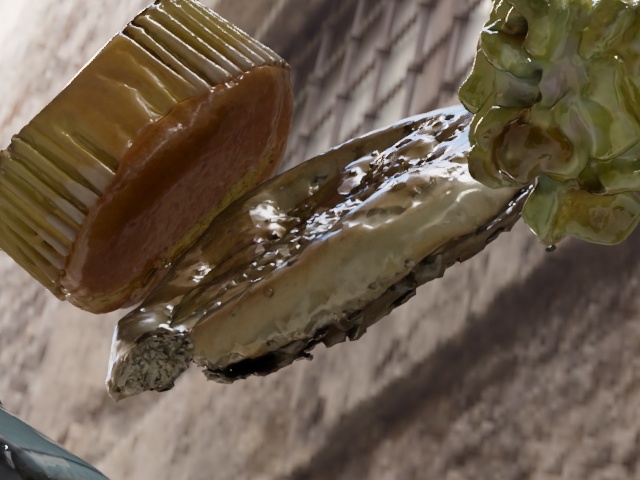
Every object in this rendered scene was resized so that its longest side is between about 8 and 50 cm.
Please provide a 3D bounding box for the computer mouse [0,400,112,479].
[{"bbox_3d":[-0.159,0.144,0.884,0.188,0.122,0.371,18,-34,22],"label":"computer mouse"}]

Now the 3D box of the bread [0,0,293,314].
[{"bbox_3d":[-0.147,-0.063,1.653,0.156,0.288,0.204,38,-27,17],"label":"bread"}]

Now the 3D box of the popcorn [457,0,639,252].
[{"bbox_3d":[0.139,-0.084,0.969,0.141,0.135,0.162,-28,-96,23],"label":"popcorn"}]

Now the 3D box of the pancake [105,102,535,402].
[{"bbox_3d":[0.001,0.001,1.400,0.382,0.382,0.071,-23,-76,38],"label":"pancake"}]
